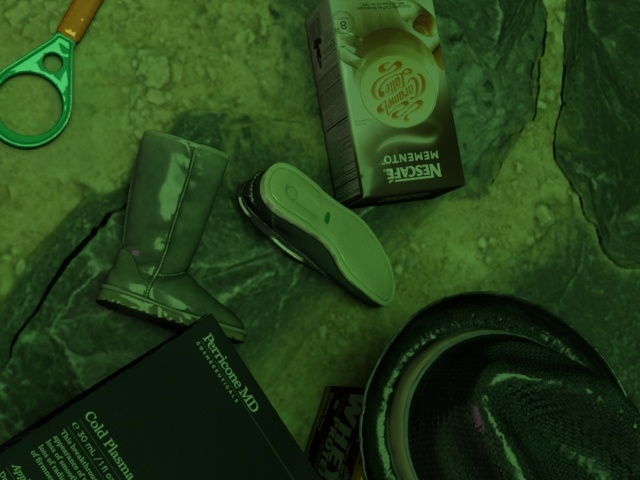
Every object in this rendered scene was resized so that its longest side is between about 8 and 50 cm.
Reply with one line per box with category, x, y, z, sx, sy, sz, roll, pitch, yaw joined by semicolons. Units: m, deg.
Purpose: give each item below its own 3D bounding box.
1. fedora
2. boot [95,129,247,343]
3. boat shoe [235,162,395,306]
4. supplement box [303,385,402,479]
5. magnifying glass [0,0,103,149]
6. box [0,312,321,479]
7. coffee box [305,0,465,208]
fedora;0.210;0.199;0.884;0.334;0.152;0.334;3;80;-20
boot;-0.145;-0.002;1.046;0.189;0.076;0.209;23;69;-17
boat shoe;0.000;0.000;1.093;0.233;0.079;0.084;41;49;-24
supplement box;0.101;0.254;1.023;0.191;0.194;0.129;23;76;-15
magnifying glass;-0.298;-0.208;1.037;0.092;0.026;0.231;28;74;-14
box;-0.155;0.302;0.861;0.312;0.179;0.343;-32;89;-47
coffee box;0.078;-0.171;1.123;0.141;0.098;0.247;-9;86;-19
